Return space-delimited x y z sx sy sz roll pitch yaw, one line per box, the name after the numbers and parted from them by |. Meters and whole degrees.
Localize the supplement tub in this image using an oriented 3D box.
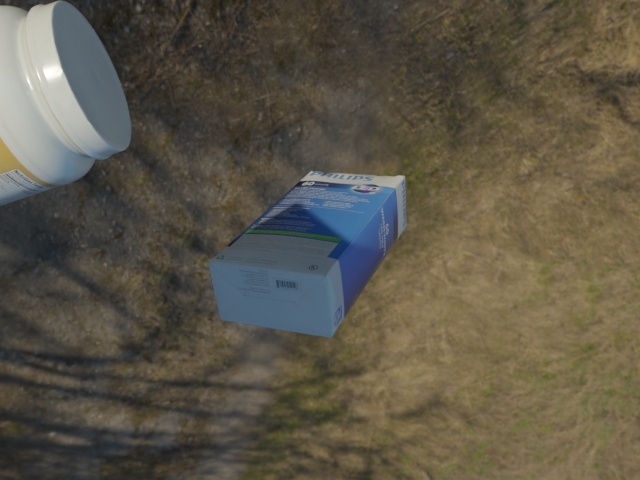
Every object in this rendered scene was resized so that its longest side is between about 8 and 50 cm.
-0.429 -0.157 0.808 0.316 0.228 0.228 -18 150 5 | supplement tub

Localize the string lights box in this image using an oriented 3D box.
0.000 0.000 0.736 0.133 0.260 0.077 6 119 24 | string lights box
